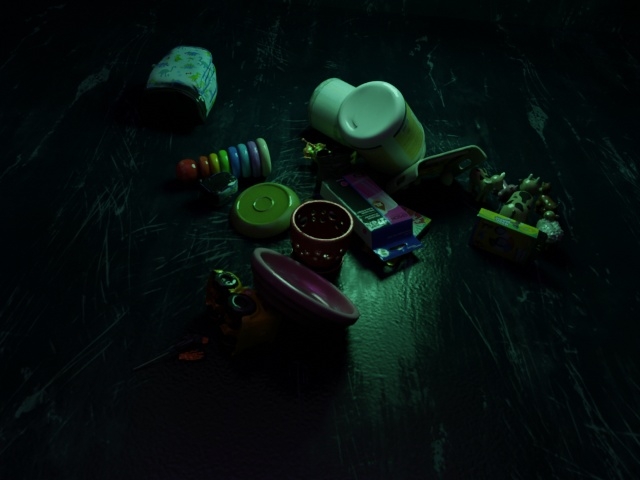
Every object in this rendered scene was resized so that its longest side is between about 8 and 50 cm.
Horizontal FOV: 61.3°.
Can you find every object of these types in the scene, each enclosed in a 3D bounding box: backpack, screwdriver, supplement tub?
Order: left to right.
[{"bbox_3d":[-0.404,0.298,1.397,0.170,0.025,0.024,-28,51,-14],"label":"screwdriver"},{"bbox_3d":[-0.556,-0.637,2.221,0.290,0.273,0.355,7,31,10],"label":"backpack"},{"bbox_3d":[-0.344,-0.179,1.856,0.114,0.084,0.105,-35,57,-28],"label":"backpack"},{"bbox_3d":[0.229,-0.382,1.917,0.241,0.331,0.241,-9,70,25],"label":"supplement tub"}]

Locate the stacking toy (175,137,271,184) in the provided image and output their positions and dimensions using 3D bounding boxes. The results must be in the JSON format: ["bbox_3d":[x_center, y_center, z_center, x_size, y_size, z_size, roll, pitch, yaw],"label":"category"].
[{"bbox_3d":[-0.349,-0.270,1.925,0.330,0.141,0.141,-12,46,-13],"label":"stacking toy"}]

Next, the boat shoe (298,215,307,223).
[{"bbox_3d":[-0.100,-0.104,1.833,0.142,0.049,0.040,37,52,26],"label":"boat shoe"}]

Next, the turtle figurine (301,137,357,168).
[{"bbox_3d":[0.025,-0.313,2.024,0.217,0.087,0.269,12,14,-3],"label":"turtle figurine"}]

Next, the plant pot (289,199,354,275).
[{"bbox_3d":[0.000,0.000,1.641,0.191,0.174,0.191,3,42,-2],"label":"plant pot"}]

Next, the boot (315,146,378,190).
[{"bbox_3d":[0.100,-0.260,1.934,0.246,0.161,0.083,-7,46,-13],"label":"boot"}]

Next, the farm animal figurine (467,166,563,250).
[{"bbox_3d":[0.673,-0.147,1.872,0.330,0.172,0.327,15,44,9],"label":"farm animal figurine"}]

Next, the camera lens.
[{"bbox_3d":[0.100,-0.499,2.141,0.274,0.219,0.219,35,51,27],"label":"camera lens"}]

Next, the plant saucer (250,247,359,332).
[{"bbox_3d":[-0.053,0.141,1.451,0.332,0.084,0.332,32,7,-4],"label":"plant saucer"}]

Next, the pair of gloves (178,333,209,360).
[{"bbox_3d":[-0.335,0.282,1.429,0.074,0.010,0.083,2,43,-4],"label":"pair of gloves"}]

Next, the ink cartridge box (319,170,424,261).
[{"bbox_3d":[0.169,-0.090,1.784,0.175,0.069,0.371,-18,51,-29],"label":"ink cartridge box"}]

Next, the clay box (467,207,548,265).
[{"bbox_3d":[0.604,-0.006,1.751,0.222,0.127,0.053,24,47,19],"label":"clay box"}]

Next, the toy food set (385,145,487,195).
[{"bbox_3d":[0.407,-0.235,1.924,0.306,0.220,0.092,-18,85,-22],"label":"toy food set"}]

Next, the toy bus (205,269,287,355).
[{"bbox_3d":[-0.188,0.179,1.471,0.211,0.149,0.220,-8,42,-33],"label":"toy bus"}]

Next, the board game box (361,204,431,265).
[{"bbox_3d":[0.254,-0.020,1.797,0.124,0.039,0.259,29,51,23],"label":"board game box"}]

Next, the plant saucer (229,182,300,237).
[{"bbox_3d":[-0.188,-0.113,1.799,0.241,0.037,0.241,-4,51,5],"label":"plant saucer"}]

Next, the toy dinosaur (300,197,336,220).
[{"bbox_3d":[0.023,-0.102,1.833,0.211,0.064,0.112,21,44,15],"label":"toy dinosaur"}]
